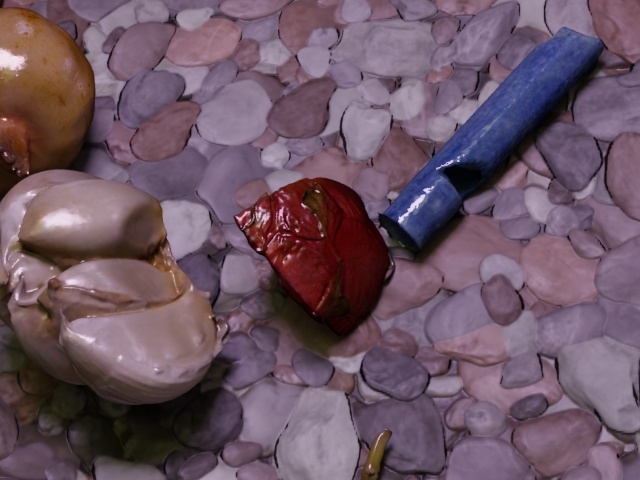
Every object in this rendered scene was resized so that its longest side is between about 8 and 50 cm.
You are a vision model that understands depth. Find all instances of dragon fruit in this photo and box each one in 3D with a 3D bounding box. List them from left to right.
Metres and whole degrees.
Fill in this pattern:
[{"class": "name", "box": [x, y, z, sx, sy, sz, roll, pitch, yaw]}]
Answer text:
[{"class": "dragon fruit", "box": [0.002, 0.001, 1.551, 0.127, 0.161, 0.120, -48, 60, -1]}]

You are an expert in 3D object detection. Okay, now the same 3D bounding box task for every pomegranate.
[{"class": "pomegranate", "box": [-0.345, -0.153, 1.681, 0.207, 0.207, 0.207, -6, 61, 10]}]

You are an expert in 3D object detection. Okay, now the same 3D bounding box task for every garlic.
[{"class": "garlic", "box": [-0.241, 0.055, 1.558, 0.185, 0.203, 0.281, -36, 69, 39]}]

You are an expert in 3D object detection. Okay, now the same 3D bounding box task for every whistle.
[{"class": "whistle", "box": [0.179, -0.114, 1.619, 0.062, 0.062, 0.304, 37, 76, 27]}]

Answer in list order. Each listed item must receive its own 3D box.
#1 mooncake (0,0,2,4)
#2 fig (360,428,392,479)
[{"class": "mooncake", "box": [-0.535, -0.306, 1.832, 0.290, 0.161, 0.290, -6, 60, 11]}, {"class": "fig", "box": [0.029, 0.278, 1.418, 0.159, 0.159, 0.257, 6, 47, 16]}]
